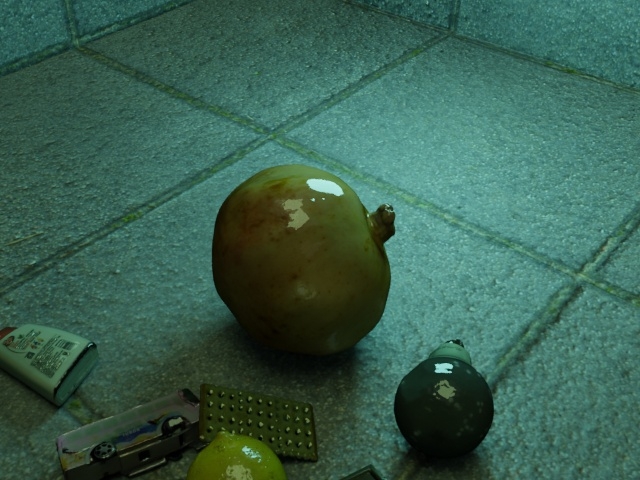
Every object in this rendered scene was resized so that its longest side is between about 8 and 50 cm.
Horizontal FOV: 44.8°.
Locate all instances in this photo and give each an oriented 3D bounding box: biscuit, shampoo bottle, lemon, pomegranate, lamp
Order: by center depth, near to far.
[{"bbox_3d":[-0.136,0.421,1.291,0.174,0.173,0.206,-22,65,-25],"label":"lemon"},{"bbox_3d":[-0.115,0.336,1.448,0.232,0.016,0.139,15,36,-18],"label":"biscuit"},{"bbox_3d":[0.248,0.268,1.473,0.182,0.181,0.314,13,39,15],"label":"lamp"},{"bbox_3d":[-0.022,0.036,1.595,0.412,0.411,0.411,0,39,0],"label":"pomegranate"},{"bbox_3d":[-0.613,0.235,1.606,0.284,0.071,0.153,13,43,19],"label":"shampoo bottle"}]

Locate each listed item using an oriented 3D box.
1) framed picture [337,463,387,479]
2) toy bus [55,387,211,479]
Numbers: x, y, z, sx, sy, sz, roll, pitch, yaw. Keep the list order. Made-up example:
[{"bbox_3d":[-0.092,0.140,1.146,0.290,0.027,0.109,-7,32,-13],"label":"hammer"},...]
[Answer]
[{"bbox_3d":[0.073,0.484,1.267,0.209,0.019,0.281,-19,26,-23],"label":"framed picture"},{"bbox_3d":[-0.338,0.366,1.425,0.274,0.090,0.112,-17,37,-22],"label":"toy bus"}]
